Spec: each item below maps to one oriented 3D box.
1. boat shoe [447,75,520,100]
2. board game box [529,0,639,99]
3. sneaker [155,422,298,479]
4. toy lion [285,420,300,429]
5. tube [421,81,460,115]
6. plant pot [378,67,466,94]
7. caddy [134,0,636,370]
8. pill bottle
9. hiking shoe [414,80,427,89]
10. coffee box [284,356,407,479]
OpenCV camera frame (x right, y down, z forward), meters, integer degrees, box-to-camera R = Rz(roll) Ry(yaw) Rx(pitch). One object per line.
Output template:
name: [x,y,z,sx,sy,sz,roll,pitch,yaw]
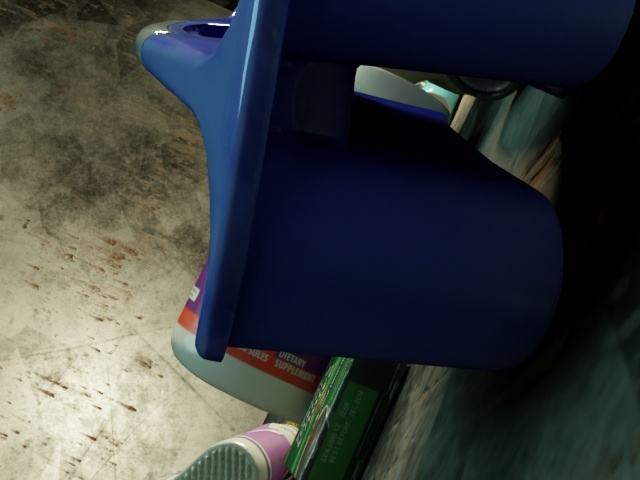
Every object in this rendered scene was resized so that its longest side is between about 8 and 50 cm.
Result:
boat shoe: [0.108,-0.186,0.661,0.302,0.114,0.091,38,-112,-63]
board game box: [0.166,-0.205,0.509,0.194,0.060,0.194,116,179,-67]
sneaker: [-0.134,0.303,1.160,0.282,0.102,0.161,-31,-8,25]
toy lion: [-0.040,0.263,1.338,0.096,0.034,0.100,-92,26,-73]
tube: [0.185,-0.236,1.356,0.207,0.052,0.080,-58,1,-42]
plant pot: [0.102,-0.325,1.015,0.334,0.334,0.305,-66,-10,-73]
caddy: [0.003,-0.078,0.464,0.341,0.179,0.241,-103,24,-74]
pill bottle: [0.000,0.000,0.935,0.181,0.181,0.323,122,173,-87]
hiking shoe: [0.135,-0.218,1.605,0.086,0.114,0.227,122,174,-83]
coffee box: [0.014,0.135,0.752,0.184,0.040,0.113,118,177,-81]
